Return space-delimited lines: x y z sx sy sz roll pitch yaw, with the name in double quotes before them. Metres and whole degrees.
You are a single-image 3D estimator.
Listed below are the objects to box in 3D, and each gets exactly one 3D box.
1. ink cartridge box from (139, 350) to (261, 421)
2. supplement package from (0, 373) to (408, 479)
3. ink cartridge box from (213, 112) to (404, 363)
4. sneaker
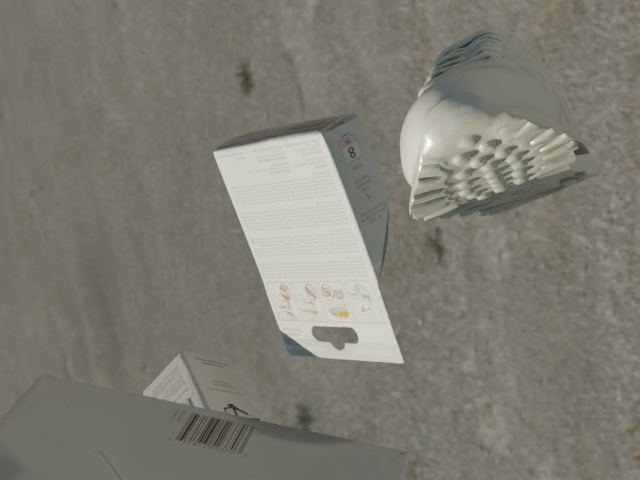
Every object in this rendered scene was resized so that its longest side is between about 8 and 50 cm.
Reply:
"ink cartridge box" -0.129 0.245 1.217 0.148 0.086 0.203 -45 53 21
"supplement package" -0.096 0.215 0.702 0.204 0.262 0.145 -59 -22 -65
"ink cartridge box" 0.000 0.000 1.106 0.189 0.066 0.232 -3 115 53
"sneaker" 0.085 -0.068 0.600 0.235 0.090 0.094 2 -111 -72
